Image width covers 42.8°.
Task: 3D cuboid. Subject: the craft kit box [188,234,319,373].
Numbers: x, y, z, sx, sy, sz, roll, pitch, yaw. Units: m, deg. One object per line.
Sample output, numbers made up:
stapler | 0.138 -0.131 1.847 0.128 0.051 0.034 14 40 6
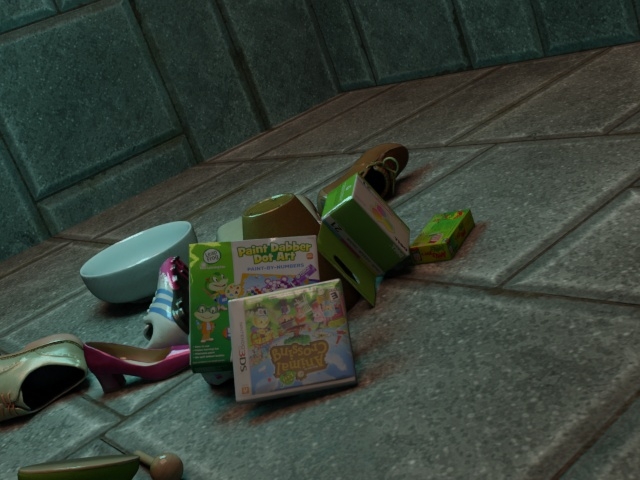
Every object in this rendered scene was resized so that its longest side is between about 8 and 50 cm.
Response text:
craft kit box | -0.120 0.117 1.531 0.250 0.061 0.246 -5 61 -2

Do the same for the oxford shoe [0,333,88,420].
oxford shoe | -0.700 0.331 1.785 0.397 0.140 0.146 -28 26 -15

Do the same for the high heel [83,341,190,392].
high heel | -0.377 0.235 1.724 0.244 0.117 0.082 -17 18 13

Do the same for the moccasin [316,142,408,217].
moccasin | 0.148 -0.171 2.321 0.147 0.139 0.380 11 30 36

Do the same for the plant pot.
plant pot | -0.066 0.038 1.737 0.237 0.254 0.237 -19 19 7

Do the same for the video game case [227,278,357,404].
video game case | -0.053 0.176 1.437 0.213 0.193 0.023 -11 -26 7

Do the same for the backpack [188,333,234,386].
backpack | -0.166 0.199 1.599 0.182 0.115 0.152 -31 22 -20

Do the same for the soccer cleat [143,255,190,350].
soccer cleat | -0.360 0.152 1.903 0.143 0.116 0.331 -39 26 9

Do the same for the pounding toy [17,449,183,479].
pounding toy | -0.349 0.398 1.278 0.237 0.110 0.183 3 -12 -37

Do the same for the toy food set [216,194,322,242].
toy food set | -0.136 -0.006 2.258 0.306 0.092 0.219 -23 29 -2

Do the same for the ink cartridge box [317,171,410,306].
ink cartridge box | 0.095 -0.005 1.733 0.097 0.189 0.255 -37 17 22

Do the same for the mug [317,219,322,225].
mug | -0.005 -0.008 2.025 0.169 0.113 0.150 -6 21 45

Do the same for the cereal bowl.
cereal bowl | -0.489 0.079 2.282 0.339 0.141 0.339 -19 17 6

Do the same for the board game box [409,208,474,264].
board game box | 0.274 -0.010 1.837 0.092 0.043 0.181 -9 21 32
